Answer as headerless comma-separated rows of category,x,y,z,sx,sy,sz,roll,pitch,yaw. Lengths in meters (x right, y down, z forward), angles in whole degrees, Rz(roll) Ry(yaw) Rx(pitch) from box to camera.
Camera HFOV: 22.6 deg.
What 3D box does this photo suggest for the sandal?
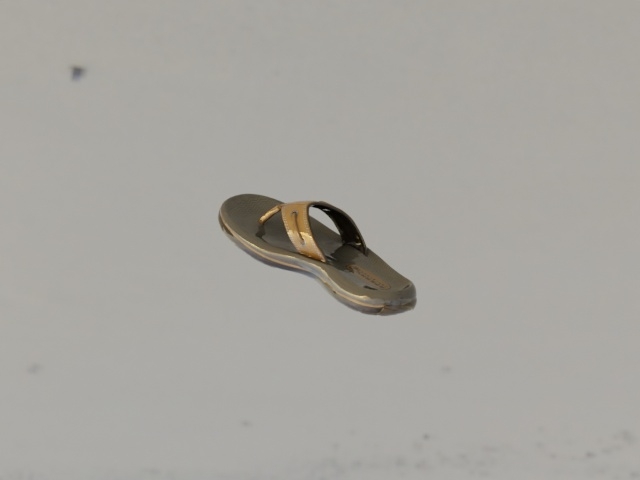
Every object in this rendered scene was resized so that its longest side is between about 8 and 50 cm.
sandal,0.000,0.000,1.447,0.090,0.060,0.219,-16,-144,-41
